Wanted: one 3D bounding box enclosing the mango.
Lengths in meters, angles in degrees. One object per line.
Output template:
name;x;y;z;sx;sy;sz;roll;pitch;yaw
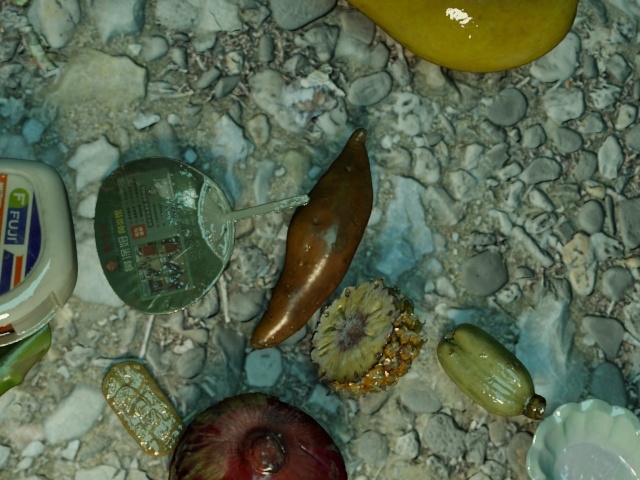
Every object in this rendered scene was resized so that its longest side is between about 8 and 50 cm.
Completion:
mango;0.171;-0.412;1.849;0.445;0.220;0.301;13;82;1

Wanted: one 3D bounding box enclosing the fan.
fan;-0.184;0.005;1.750;0.294;0.012;0.223;15;83;7

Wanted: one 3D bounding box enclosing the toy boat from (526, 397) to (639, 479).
toy boat;0.417;0.352;1.791;0.290;0.100;0.199;35;74;-2

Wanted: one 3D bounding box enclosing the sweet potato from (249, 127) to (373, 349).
sweet potato;0.004;-0.004;1.775;0.112;0.112;0.359;23;75;-6

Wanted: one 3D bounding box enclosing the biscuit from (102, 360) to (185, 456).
biscuit;-0.245;0.232;1.721;0.071;0.018;0.147;-35;86;-15

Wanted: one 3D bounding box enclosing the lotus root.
lotus root;0.248;0.196;1.789;0.183;0.077;0.090;39;84;17

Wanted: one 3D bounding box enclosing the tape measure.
tape measure;-0.456;0.020;1.652;0.265;0.130;0.258;2;67;-3

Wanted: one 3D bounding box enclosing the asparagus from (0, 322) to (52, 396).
asparagus;-0.466;0.205;1.662;0.278;0.060;0.067;-41;86;-18

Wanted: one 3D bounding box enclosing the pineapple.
pineapple;0.086;0.152;1.748;0.137;0.161;0.176;31;100;-36

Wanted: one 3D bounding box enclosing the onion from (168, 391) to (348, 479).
onion;-0.084;0.320;1.648;0.247;0.190;0.246;4;58;-7
